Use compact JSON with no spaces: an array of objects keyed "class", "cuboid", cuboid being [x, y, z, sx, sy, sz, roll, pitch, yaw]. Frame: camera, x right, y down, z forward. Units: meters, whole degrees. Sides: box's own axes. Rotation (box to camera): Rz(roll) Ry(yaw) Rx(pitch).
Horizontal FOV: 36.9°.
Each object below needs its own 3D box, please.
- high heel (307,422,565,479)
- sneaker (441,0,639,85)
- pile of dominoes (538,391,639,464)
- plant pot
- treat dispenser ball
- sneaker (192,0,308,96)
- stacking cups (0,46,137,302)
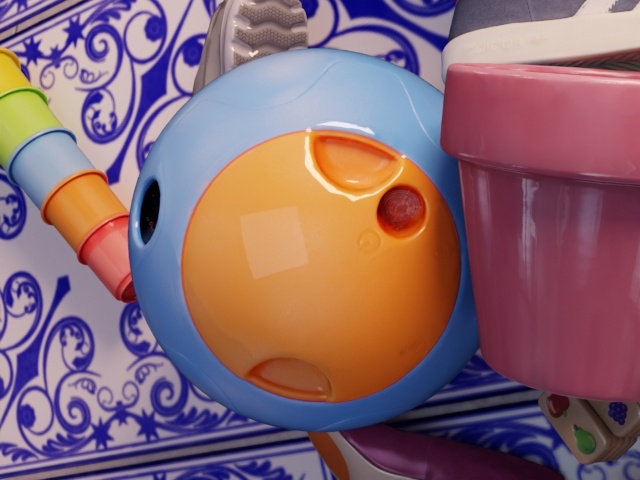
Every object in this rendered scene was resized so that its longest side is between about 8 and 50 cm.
[{"class":"high heel","cuboid":[0.085,0.179,0.825,0.244,0.117,0.082,28,140,47]},{"class":"sneaker","cuboid":[0.261,-0.175,0.678,0.350,0.131,0.148,2,70,21]},{"class":"pile of dominoes","cuboid":[0.246,0.054,0.614,0.251,0.040,0.196,-56,49,30]},{"class":"plant pot","cuboid":[0.168,-0.011,0.573,0.201,0.201,0.180,9,103,30]},{"class":"treat dispenser ball","cuboid":[0.000,0.000,0.731,0.288,0.288,0.288,0,90,30]},{"class":"sneaker","cuboid":[-0.072,-0.095,0.900,0.115,0.105,0.281,33,114,61]},{"class":"stacking cups","cuboid":[-0.279,-0.062,1.009,0.096,0.096,0.316,-47,72,22]}]
